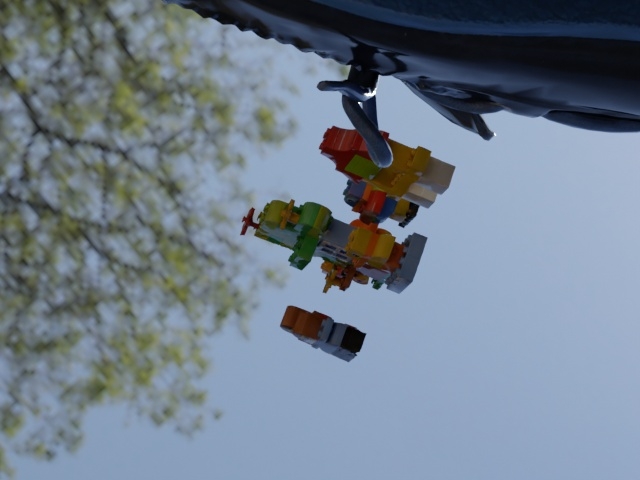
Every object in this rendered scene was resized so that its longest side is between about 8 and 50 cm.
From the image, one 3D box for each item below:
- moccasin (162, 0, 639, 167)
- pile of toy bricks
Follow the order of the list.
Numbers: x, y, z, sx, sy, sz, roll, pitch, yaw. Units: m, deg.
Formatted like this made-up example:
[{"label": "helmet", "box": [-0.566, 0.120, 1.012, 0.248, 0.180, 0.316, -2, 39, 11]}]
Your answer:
[{"label": "moccasin", "box": [0.067, -0.083, 0.667, 0.342, 0.117, 0.137, 14, -123, -9]}, {"label": "pile of toy bricks", "box": [0.000, 0.000, 1.128, 0.212, 0.105, 0.118, 129, -17, -70]}]
